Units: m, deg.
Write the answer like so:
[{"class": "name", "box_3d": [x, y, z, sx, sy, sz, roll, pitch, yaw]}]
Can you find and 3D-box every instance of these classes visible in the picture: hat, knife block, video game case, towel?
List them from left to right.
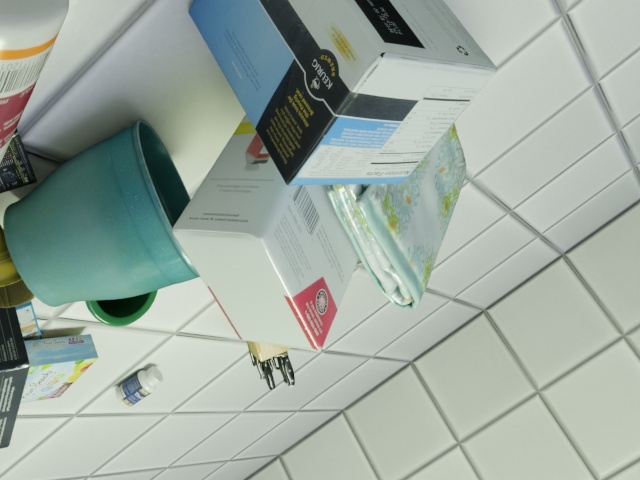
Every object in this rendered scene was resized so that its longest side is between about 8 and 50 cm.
[{"class": "video game case", "box_3d": [-0.642, 0.187, 1.530, 0.119, 0.015, 0.166, -19, 152, -23]}, {"class": "hat", "box_3d": [-0.450, 0.080, 1.532, 0.172, 0.183, 0.209, -14, 109, -44]}, {"class": "knife block", "box_3d": [-0.135, 0.252, 1.926, 0.088, 0.242, 0.276, -21, 153, -20]}, {"class": "towel", "box_3d": [0.155, -0.101, 1.291, 0.321, 0.090, 0.374, -63, 147, -24]}]

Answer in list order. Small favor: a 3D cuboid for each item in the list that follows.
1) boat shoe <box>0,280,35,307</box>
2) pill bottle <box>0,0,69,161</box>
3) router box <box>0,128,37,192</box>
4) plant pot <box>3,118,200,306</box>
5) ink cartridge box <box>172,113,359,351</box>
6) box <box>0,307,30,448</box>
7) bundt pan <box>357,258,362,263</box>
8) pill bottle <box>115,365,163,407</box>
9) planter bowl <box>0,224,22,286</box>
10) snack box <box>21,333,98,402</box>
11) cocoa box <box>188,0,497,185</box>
[{"class": "boat shoe", "box_3d": [-0.558, 0.067, 1.262, 0.223, 0.080, 0.073, -5, -163, 21]}, {"class": "pill bottle", "box_3d": [-0.458, -0.166, 0.844, 0.224, 0.224, 0.392, -1, 142, -46]}, {"class": "router box", "box_3d": [-0.486, -0.120, 1.111, 0.092, 0.038, 0.122, -22, 153, -19]}, {"class": "plant pot", "box_3d": [-0.348, -0.019, 1.201, 0.255, 0.272, 0.272, -23, 154, 1]}, {"class": "ink cartridge box", "box_3d": [-0.041, -0.059, 1.228, 0.160, 0.385, 0.279, 3, 139, 28]}, {"class": "box", "box_3d": [-0.733, 0.266, 1.369, 0.312, 0.179, 0.343, -6, 145, -35]}, {"class": "bundt pan", "box_3d": [0.000, 0.000, 1.562, 0.330, 0.124, 0.331, -20, -172, 3]}, {"class": "pill bottle", "box_3d": [-0.486, 0.392, 2.008, 0.120, 0.067, 0.067, -34, 154, 8]}, {"class": "planter bowl", "box_3d": [-0.559, 0.001, 1.141, 0.217, 0.217, 0.091, -5, 109, -42]}, {"class": "snack box", "box_3d": [-0.623, 0.290, 1.655, 0.174, 0.070, 0.207, 1, 145, -49]}, {"class": "cocoa box", "box_3d": [0.016, -0.272, 1.012, 0.231, 0.347, 0.228, -5, 145, -41]}]
